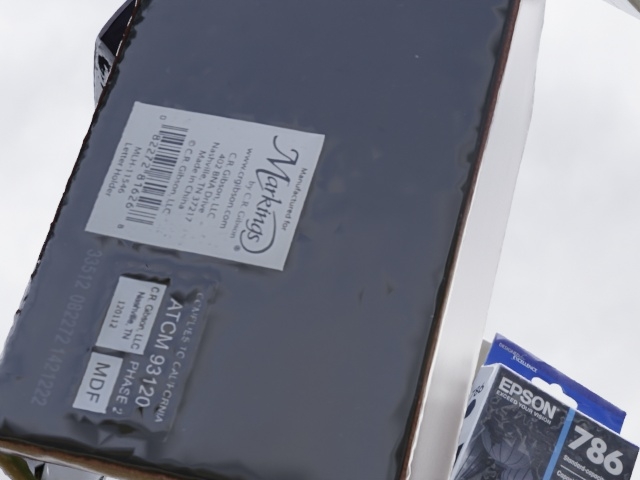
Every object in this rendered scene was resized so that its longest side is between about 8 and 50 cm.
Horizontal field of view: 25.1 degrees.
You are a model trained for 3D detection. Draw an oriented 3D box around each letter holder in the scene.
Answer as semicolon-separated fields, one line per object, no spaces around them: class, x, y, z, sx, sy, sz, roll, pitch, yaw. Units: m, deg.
letter holder;0.000;0.000;0.630;0.152;0.301;0.214;10;-27;12

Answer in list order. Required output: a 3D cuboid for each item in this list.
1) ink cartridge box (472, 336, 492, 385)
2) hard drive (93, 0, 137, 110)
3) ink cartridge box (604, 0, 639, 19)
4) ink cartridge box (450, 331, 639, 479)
ink cartridge box;-0.045;0.148;1.613;0.395;0.166;0.285;25;-82;-35
hard drive;-0.091;-0.026;0.957;0.054;0.172;0.254;-27;-29;-19
ink cartridge box;0.321;-0.296;1.375;0.153;0.208;0.087;-44;-75;10
ink cartridge box;0.188;0.238;1.323;0.165;0.332;0.065;30;-35;-5
